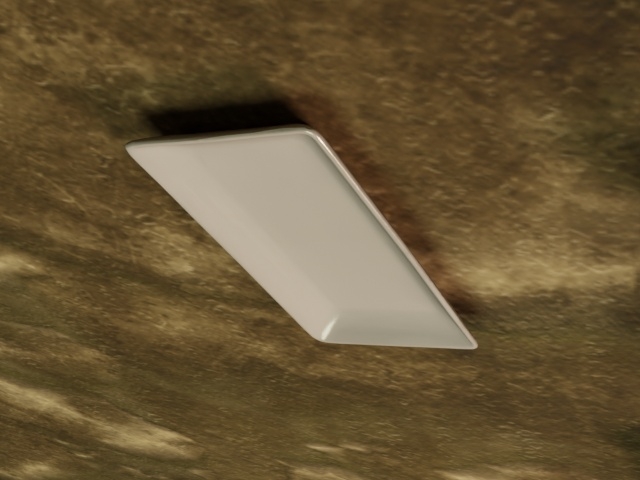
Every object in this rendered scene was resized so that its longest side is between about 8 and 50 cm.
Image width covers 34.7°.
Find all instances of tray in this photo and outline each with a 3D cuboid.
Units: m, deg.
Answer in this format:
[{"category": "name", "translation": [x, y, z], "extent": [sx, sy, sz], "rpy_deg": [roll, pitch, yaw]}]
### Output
[{"category": "tray", "translation": [0.000, 0.000, 0.703], "extent": [0.145, 0.030, 0.270], "rpy_deg": [-2, 147, 32]}]
